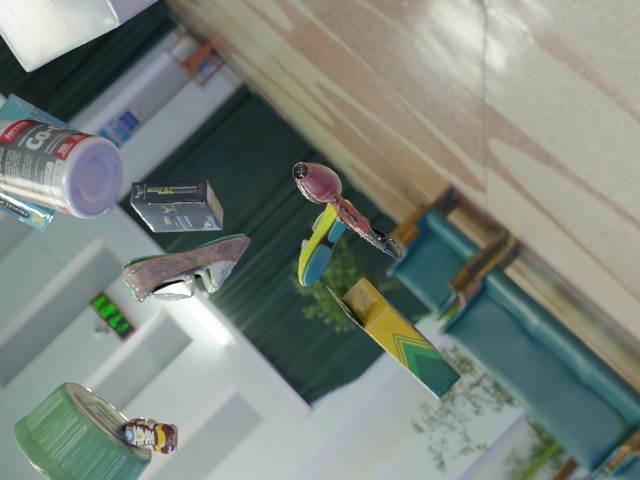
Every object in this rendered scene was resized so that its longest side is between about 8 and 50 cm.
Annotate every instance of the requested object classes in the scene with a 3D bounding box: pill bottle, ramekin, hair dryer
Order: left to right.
[{"bbox_3d":[-0.547,-0.151,1.718,0.283,0.161,0.161,15,162,25],"label":"pill bottle"},{"bbox_3d":[-0.525,0.460,1.969,0.303,0.148,0.303,41,175,5],"label":"ramekin"},{"bbox_3d":[0.050,-0.081,1.818,0.293,0.080,0.223,35,-179,-30],"label":"hair dryer"}]

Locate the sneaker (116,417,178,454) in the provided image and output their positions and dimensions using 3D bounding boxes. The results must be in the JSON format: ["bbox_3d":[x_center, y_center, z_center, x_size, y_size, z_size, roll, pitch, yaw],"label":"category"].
[{"bbox_3d":[-0.374,0.423,1.877,0.083,0.070,0.185,5,172,-35],"label":"sneaker"}]

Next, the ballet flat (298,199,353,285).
[{"bbox_3d":[0.000,0.000,2.091,0.077,0.231,0.077,26,174,38],"label":"ballet flat"}]

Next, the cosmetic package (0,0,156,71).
[{"bbox_3d":[-0.582,-0.661,2.079,0.393,0.329,0.327,-12,117,38],"label":"cosmetic package"}]

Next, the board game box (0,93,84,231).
[{"bbox_3d":[-0.785,-0.213,2.324,0.253,0.079,0.336,29,-139,-16],"label":"board game box"}]

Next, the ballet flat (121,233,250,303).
[{"bbox_3d":[-0.276,0.071,1.882,0.106,0.316,0.107,64,146,16],"label":"ballet flat"}]

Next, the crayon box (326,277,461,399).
[{"bbox_3d":[0.172,0.213,2.054,0.323,0.083,0.203,43,-178,-21],"label":"crayon box"}]

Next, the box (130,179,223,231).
[{"bbox_3d":[-0.347,-0.081,2.133,0.233,0.183,0.059,80,-171,-72],"label":"box"}]
